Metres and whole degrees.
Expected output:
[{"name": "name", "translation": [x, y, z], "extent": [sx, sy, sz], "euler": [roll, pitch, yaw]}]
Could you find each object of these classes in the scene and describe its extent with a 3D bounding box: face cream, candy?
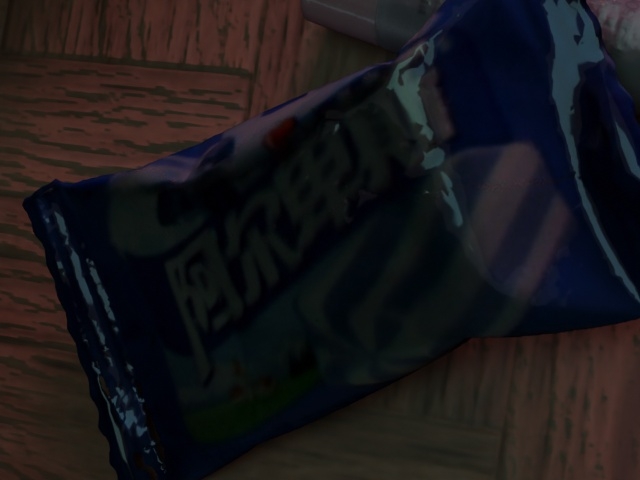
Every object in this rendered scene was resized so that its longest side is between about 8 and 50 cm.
[{"name": "face cream", "translation": [0.089, -0.119, 0.612], "extent": [0.198, 0.057, 0.084], "euler": [23, 94, 23]}, {"name": "candy", "translation": [0.000, 0.000, 0.610], "extent": [0.331, 0.077, 0.187], "euler": [-23, 85, 27]}]
